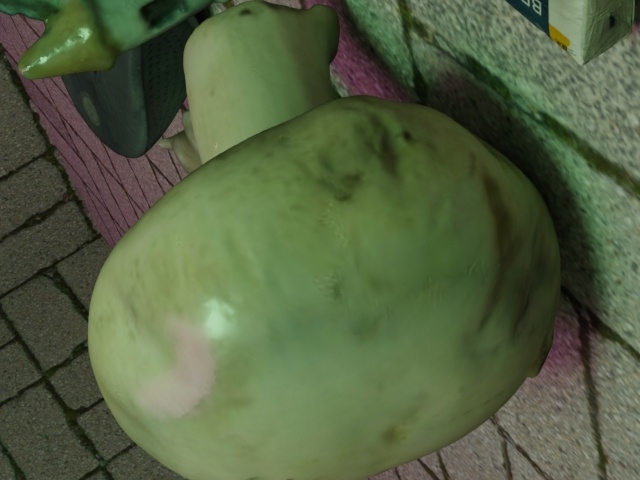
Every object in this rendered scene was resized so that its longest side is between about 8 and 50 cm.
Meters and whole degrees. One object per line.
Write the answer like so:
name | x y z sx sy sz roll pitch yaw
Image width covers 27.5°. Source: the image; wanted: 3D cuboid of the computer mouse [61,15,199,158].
computer mouse | -0.201 -0.231 1.373 0.188 0.122 0.371 50 158 15

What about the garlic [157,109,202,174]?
garlic | -0.001 0.000 1.165 0.325 0.132 0.279 44 161 37

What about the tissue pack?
tissue pack | 0.114 -0.134 0.637 0.083 0.042 0.062 48 162 33

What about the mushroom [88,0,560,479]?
mushroom | -0.010 -0.004 0.897 0.314 0.314 0.336 79 177 -57

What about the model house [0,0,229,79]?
model house | -0.206 -0.245 0.916 0.194 0.325 0.267 44 162 50
